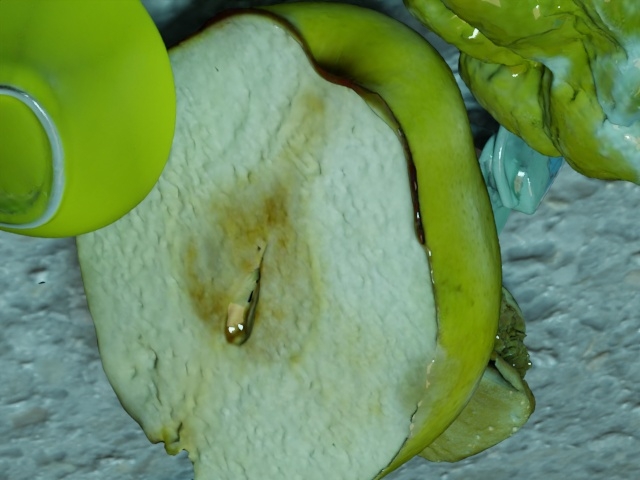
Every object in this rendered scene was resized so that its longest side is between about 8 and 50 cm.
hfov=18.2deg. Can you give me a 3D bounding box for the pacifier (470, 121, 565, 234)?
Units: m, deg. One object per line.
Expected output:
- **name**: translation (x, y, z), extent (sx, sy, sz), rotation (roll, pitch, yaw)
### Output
- **pacifier**: translation (0.127, -0.075, 1.526), extent (0.116, 0.150, 0.127), rotation (23, 155, 21)

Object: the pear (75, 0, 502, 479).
- **pear**: translation (0.000, 0.000, 1.458), extent (0.191, 0.340, 0.386), rotation (-23, 148, -48)

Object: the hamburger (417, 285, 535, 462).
- **hamburger**: translation (0.096, 0.096, 1.690), extent (0.159, 0.131, 0.185), rotation (-31, 130, 32)

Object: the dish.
- **dish**: translation (-0.235, -0.084, 1.349), extent (0.262, 0.108, 0.221), rotation (4, 123, 7)

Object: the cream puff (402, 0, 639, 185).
- **cream puff**: translation (0.195, -0.221, 1.276), extent (0.378, 0.275, 0.378), rotation (-20, 128, -27)
